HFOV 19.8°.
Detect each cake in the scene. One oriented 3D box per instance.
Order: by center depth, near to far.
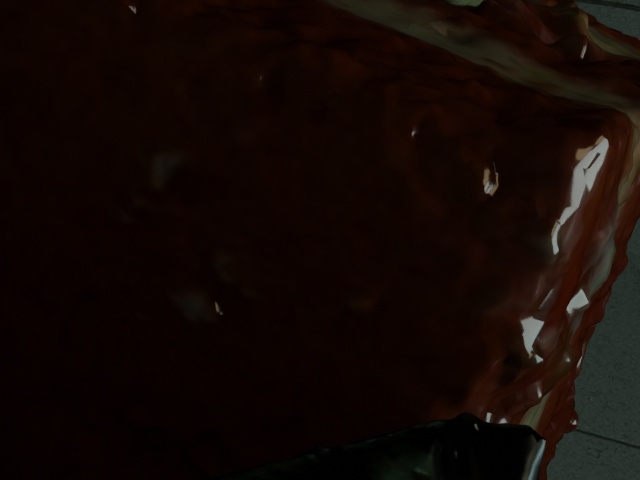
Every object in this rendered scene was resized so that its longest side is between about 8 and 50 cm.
[{"bbox_3d":[0.000,0.000,0.826,0.319,0.270,0.269,-43,153,-64],"label":"cake"}]

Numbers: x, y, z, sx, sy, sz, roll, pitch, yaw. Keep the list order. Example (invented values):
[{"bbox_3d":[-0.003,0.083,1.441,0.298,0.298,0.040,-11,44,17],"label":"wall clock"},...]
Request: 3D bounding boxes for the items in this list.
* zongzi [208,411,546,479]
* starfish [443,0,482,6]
[{"bbox_3d":[-0.123,0.212,0.550,0.362,0.319,0.383,8,120,-53],"label":"zongzi"},{"bbox_3d":[0.038,-0.301,0.593,0.324,0.082,0.432,80,7,-49],"label":"starfish"}]
